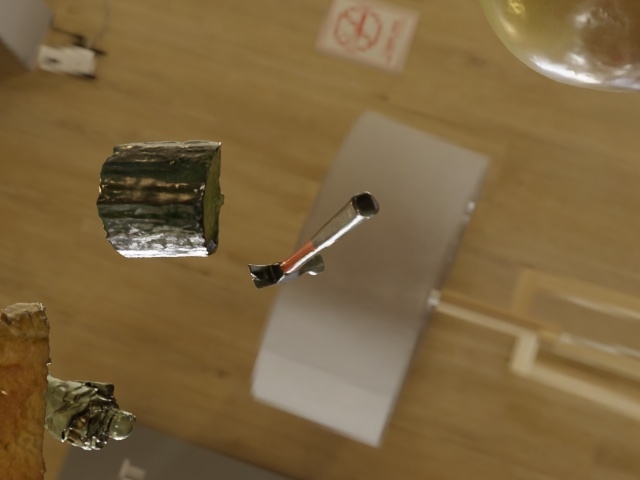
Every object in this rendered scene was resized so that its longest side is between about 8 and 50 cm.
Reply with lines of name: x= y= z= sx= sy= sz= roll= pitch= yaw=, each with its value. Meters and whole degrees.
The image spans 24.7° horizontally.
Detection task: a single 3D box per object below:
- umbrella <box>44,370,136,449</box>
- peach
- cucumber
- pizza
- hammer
umbrella: x=-0.237 y=0.154 z=1.355 sx=0.062 sy=0.143 sz=0.067 roll=78 pitch=-147 yaw=-52
peach: x=0.296 y=-0.264 z=1.441 sx=0.247 sy=0.292 sz=0.292 roll=-55 pitch=-4 yaw=16
cucumber: x=-0.150 y=-0.034 z=1.405 sx=0.062 sy=0.115 sz=0.116 roll=-50 pitch=-42 yaw=-64
pizza: x=-0.313 y=0.220 z=1.175 sx=0.280 sy=0.075 sz=0.287 roll=-24 pitch=-69 yaw=-26
hammer: x=0.000 y=0.001 z=1.713 sx=0.288 sy=0.111 sz=0.033 roll=-39 pitch=70 yaw=61
